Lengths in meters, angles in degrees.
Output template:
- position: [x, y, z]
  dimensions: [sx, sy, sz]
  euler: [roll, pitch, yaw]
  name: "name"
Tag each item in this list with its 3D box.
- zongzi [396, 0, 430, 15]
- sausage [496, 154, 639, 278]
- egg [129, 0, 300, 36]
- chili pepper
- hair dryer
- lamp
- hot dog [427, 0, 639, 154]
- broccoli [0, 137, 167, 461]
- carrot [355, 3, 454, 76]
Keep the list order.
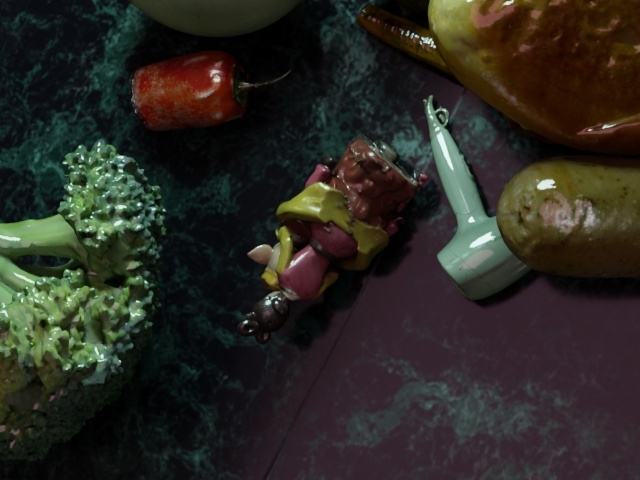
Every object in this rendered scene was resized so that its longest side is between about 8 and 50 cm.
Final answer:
- position: [0.073, -0.396, 1.377]
  dimensions: [0.111, 0.248, 0.241]
  euler: [8, 77, 54]
  name: "zongzi"
- position: [0.422, -0.009, 1.241]
  dimensions: [0.501, 0.136, 0.123]
  euler: [7, 109, 7]
  name: "sausage"
- position: [-0.125, -0.322, 1.435]
  dimensions: [0.253, 0.186, 0.186]
  euler: [15, 86, 13]
  name: "egg"
- position: [-0.121, -0.175, 1.468]
  dimensions: [0.192, 0.084, 0.086]
  euler: [-8, 96, 20]
  name: "chili pepper"
- position: [0.188, -0.075, 1.380]
  dimensions: [0.206, 0.075, 0.237]
  euler: [-31, 66, 3]
  name: "hair dryer"
- position: [0.000, 0.000, 1.394]
  dimensions: [0.118, 0.118, 0.253]
  euler: [41, 98, 18]
  name: "lamp"
- position: [0.319, -0.209, 1.264]
  dimensions: [0.405, 0.185, 0.223]
  euler: [-16, 106, 7]
  name: "hot dog"
- position: [-0.306, 0.068, 1.355]
  dimensions: [0.375, 0.302, 0.249]
  euler: [-56, 35, 10]
  name: "broccoli"
- position: [0.116, -0.219, 1.425]
  dimensions: [0.171, 0.042, 0.042]
  euler: [29, 91, 21]
  name: "carrot"
